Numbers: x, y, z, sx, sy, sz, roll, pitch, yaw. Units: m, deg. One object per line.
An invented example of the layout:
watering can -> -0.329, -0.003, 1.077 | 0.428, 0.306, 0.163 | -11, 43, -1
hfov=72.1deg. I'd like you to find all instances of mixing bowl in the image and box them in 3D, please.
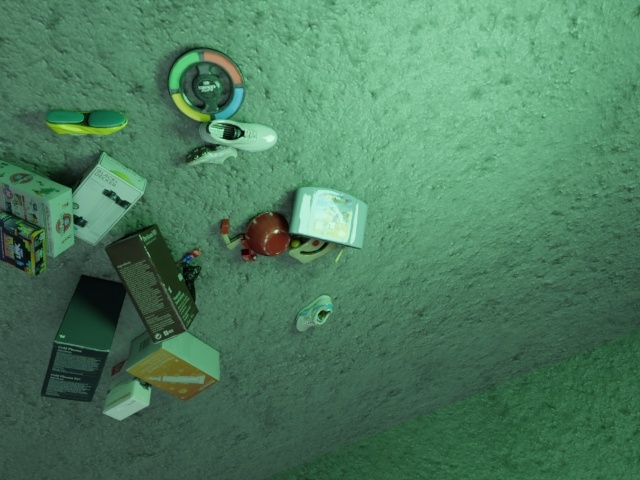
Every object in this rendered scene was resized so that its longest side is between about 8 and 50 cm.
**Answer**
mixing bowl -> -0.183, -0.008, 1.659 | 0.182, 0.098, 0.181 | -14, 121, -25

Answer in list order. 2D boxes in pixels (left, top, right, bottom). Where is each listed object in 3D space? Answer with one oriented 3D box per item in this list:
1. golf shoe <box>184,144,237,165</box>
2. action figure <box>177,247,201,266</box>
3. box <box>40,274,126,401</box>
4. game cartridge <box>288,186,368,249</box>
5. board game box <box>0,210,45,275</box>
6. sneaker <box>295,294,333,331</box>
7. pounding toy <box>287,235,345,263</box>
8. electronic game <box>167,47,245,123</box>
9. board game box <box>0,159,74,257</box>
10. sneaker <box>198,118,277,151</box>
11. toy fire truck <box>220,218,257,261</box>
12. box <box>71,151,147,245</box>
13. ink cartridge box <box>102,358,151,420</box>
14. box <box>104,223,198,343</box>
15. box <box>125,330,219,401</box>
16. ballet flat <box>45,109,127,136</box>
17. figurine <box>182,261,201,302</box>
golf shoe -> -0.362, -0.276, 1.467 | 0.176, 0.069, 0.086 | -21, 135, 5
action figure -> -0.508, 0.062, 1.718 | 0.115, 0.030, 0.038 | -33, 132, 21
box -> -0.887, 0.369, 1.667 | 0.179, 0.343, 0.312 | 17, 122, -23
game cartridge -> 0.036, -0.091, 1.637 | 0.298, 0.062, 0.197 | 13, 84, -21
board game box -> -0.925, 0.012, 1.352 | 0.141, 0.048, 0.170 | 24, 124, 0
sneaker -> -0.034, 0.350, 2.014 | 0.088, 0.092, 0.228 | 27, 118, -31
pounding toy -> 0.000, 0.000, 1.708 | 0.270, 0.154, 0.154 | -26, 131, 5
electronic game -> -0.343, -0.464, 1.334 | 0.230, 0.048, 0.229 | -6, 128, -8
board game box -> -0.938, -0.105, 1.370 | 0.304, 0.097, 0.223 | 22, 124, 4
sneaker -> -0.249, -0.331, 1.396 | 0.258, 0.091, 0.094 | -4, 102, -30
toy fire truck -> -0.315, 0.004, 1.706 | 0.136, 0.047, 0.191 | -3, 129, -10
box -> -0.743, -0.134, 1.472 | 0.290, 0.087, 0.169 | -39, 126, 17
ink cartridge box -> -0.850, 0.650, 1.963 | 0.172, 0.237, 0.100 | -30, 128, 11
box -> -0.591, 0.149, 1.574 | 0.143, 0.191, 0.381 | -23, 104, 3
box -> -0.649, 0.541, 1.970 | 0.215, 0.168, 0.345 | -34, 127, 13
ballet flat -> -0.701, -0.350, 1.333 | 0.231, 0.077, 0.077 | 0, 148, -10
figurine -> -0.585, 0.156, 1.724 | 0.215, 0.092, 0.209 | 17, 118, -7
